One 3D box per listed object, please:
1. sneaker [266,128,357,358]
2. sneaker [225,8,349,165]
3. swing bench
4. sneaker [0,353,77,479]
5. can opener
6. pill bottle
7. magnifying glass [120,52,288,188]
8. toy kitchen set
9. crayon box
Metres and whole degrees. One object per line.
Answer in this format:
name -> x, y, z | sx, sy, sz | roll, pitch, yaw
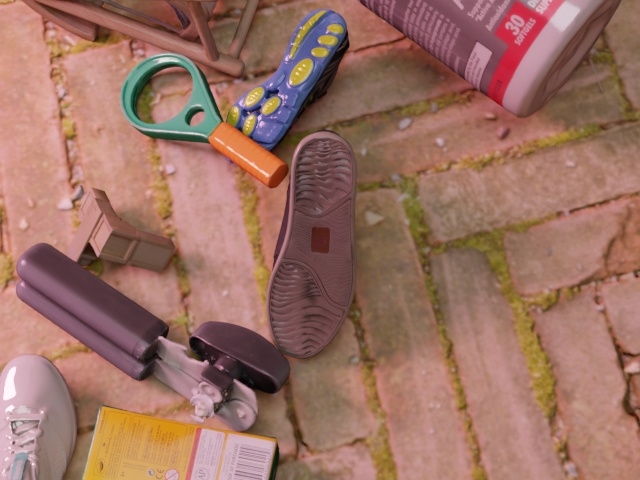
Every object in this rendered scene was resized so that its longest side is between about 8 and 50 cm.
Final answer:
sneaker -> 0.000, 0.000, 1.115 | 0.083, 0.118, 0.222 | 10, 100, 1
sneaker -> -0.029, -0.150, 1.165 | 0.067, 0.078, 0.188 | 37, 89, 23
swing bench -> -0.174, -0.342, 1.189 | 0.254, 0.165, 0.253 | 15, 71, 11
sneaker -> -0.266, 0.204, 1.018 | 0.080, 0.094, 0.212 | 1, 75, -6
can opener -> -0.166, 0.090, 1.086 | 0.280, 0.074, 0.093 | 29, 49, 9
pill bottle -> 0.136, -0.284, 1.158 | 0.318, 0.176, 0.176 | 38, 75, 13
magnifying glass -> -0.119, -0.119, 1.138 | 0.231, 0.026, 0.092 | 36, 85, 30
toy kitchen set -> -0.205, 0.003, 1.136 | 0.068, 0.075, 0.083 | -59, 38, 19
crayon box -> -0.143, 0.300, 0.997 | 0.165, 0.081, 0.278 | 10, 71, 3
